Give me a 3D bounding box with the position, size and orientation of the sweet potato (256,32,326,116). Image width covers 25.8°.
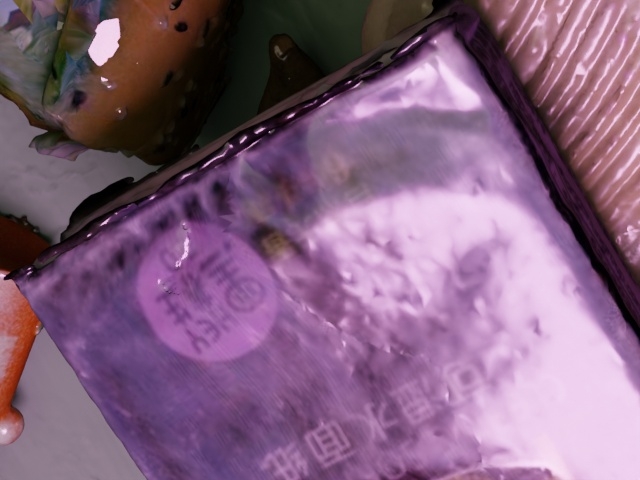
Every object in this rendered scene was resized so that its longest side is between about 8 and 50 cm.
[{"bbox_3d":[-0.001,0.002,0.814,0.069,0.059,0.249,-16,103,7],"label":"sweet potato"}]

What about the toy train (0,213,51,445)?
[{"bbox_3d":[-0.273,0.089,0.893,0.177,0.116,0.285,23,109,-3],"label":"toy train"}]

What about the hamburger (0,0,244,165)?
[{"bbox_3d":[-0.115,-0.173,0.741,0.167,0.192,0.288,19,109,1],"label":"hamburger"}]

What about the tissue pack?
[{"bbox_3d":[0.052,0.093,0.690,0.259,0.122,0.361,-27,102,22],"label":"tissue pack"}]

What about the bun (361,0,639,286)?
[{"bbox_3d":[0.137,-0.077,0.717,0.237,0.116,0.210,22,117,7],"label":"bun"}]
